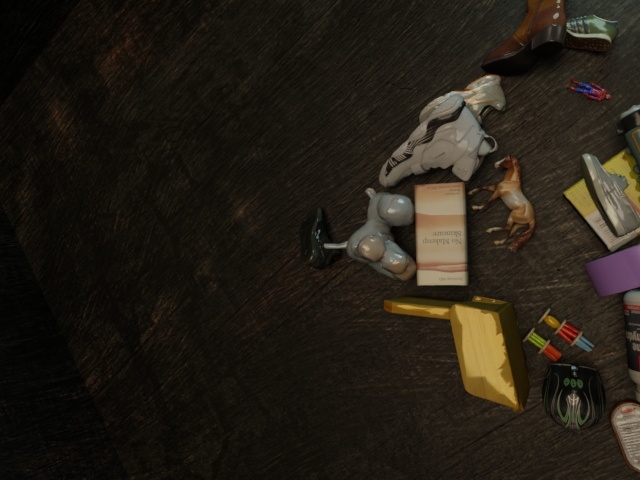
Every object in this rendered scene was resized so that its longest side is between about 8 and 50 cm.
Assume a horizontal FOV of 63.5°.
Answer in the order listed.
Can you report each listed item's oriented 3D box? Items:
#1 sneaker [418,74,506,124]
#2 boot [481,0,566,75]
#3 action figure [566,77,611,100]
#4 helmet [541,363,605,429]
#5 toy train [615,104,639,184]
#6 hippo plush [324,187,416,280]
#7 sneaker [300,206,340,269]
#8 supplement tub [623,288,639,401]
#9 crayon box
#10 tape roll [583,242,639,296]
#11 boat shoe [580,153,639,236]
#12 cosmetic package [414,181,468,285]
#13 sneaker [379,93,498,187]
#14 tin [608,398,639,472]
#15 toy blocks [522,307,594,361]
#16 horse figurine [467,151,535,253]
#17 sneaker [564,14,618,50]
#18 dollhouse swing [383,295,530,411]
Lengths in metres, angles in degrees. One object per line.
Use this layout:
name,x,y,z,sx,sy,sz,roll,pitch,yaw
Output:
sneaker,0.423,-0.387,1.545,0.262,0.099,0.121,-22,84,25
boot,0.578,-0.632,1.463,0.264,0.096,0.281,-16,60,64
action figure,0.743,-0.414,1.428,0.115,0.030,0.038,30,96,21
helmet,0.669,0.417,1.372,0.169,0.169,0.162,3,73,26
toy train,0.847,-0.197,1.226,0.190,0.142,0.334,-26,78,32
hippo plush,0.209,-0.023,1.607,0.237,0.234,0.294,-64,23,-8
sneaker,0.000,0.000,1.747,0.087,0.130,0.228,-28,47,34
supplement tub,0.855,0.257,1.262,0.191,0.191,0.273,-4,86,25
crayon box,0.833,-0.140,1.345,0.318,0.081,0.202,-38,73,20
tape roll,0.794,0.046,1.251,0.274,0.274,0.090,-25,77,23
boat shoe,0.737,-0.125,1.310,0.081,0.079,0.228,-25,83,14
cosmetic package,0.360,-0.015,1.535,0.153,0.129,0.297,-3,88,17
sneaker,0.342,-0.236,1.540,0.210,0.137,0.366,46,128,4
tin,0.831,0.513,1.352,0.106,0.040,0.190,-21,79,19
toy blocks,0.659,0.280,1.431,0.148,0.054,0.123,38,104,21
horse figurine,0.541,-0.097,1.494,0.174,0.066,0.264,-32,73,28
sneaker,0.721,-0.583,1.430,0.192,0.064,0.086,29,78,34
dollhouse swing,0.370,0.287,1.406,0.304,0.346,0.316,-13,83,24
